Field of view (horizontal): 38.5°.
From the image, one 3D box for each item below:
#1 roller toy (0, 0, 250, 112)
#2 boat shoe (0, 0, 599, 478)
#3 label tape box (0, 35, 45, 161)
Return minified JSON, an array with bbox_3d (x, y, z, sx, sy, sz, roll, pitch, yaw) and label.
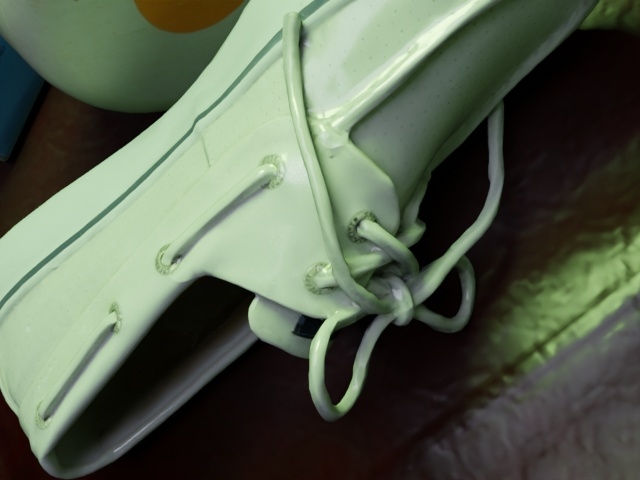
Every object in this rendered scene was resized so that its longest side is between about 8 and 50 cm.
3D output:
[{"bbox_3d":[-0.094,-0.172,0.448,0.146,0.191,0.209,44,103,30],"label":"roller toy"},{"bbox_3d":[-0.006,-0.001,0.387,0.367,0.136,0.156,-35,62,20],"label":"boat shoe"},{"bbox_3d":[-0.300,-0.231,0.625,0.348,0.115,0.249,24,89,30],"label":"label tape box"}]
